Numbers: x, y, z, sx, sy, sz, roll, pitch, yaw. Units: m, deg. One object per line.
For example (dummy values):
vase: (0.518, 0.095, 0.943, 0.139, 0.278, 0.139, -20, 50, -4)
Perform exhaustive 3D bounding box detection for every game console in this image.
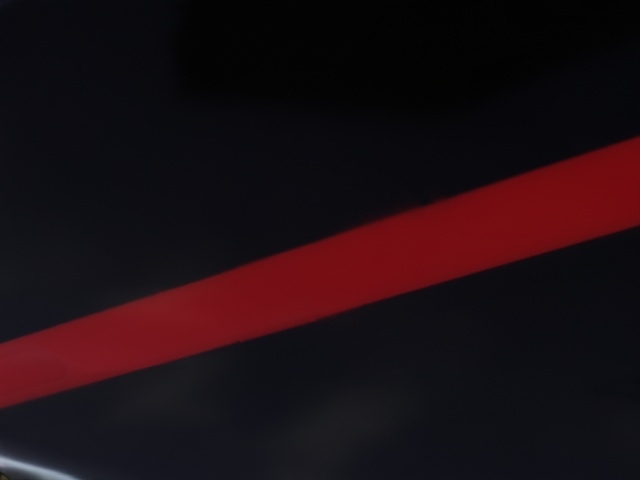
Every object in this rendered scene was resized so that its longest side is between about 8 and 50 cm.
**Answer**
game console: (0.000, 0.000, 0.553, 0.386, 0.060, 0.342, -18, 130, 40)
